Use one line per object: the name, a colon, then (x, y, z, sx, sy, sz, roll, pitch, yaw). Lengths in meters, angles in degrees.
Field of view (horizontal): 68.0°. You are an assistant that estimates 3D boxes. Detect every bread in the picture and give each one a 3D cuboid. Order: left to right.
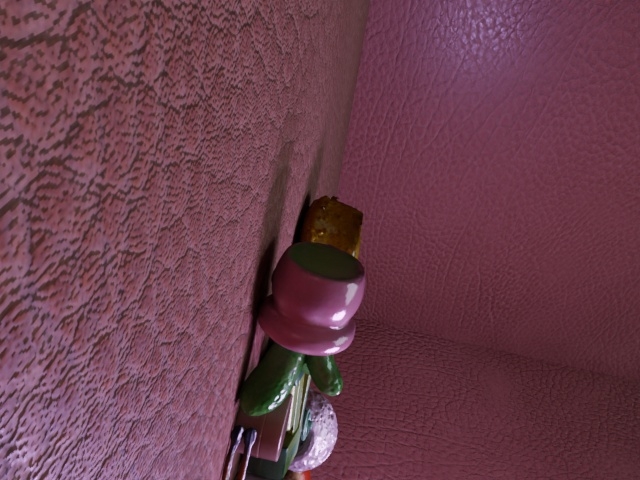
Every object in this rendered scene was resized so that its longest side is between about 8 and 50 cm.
bread: (0.022, 0.044, 1.498, 0.337, 0.204, 0.358, 92, 11, -45)

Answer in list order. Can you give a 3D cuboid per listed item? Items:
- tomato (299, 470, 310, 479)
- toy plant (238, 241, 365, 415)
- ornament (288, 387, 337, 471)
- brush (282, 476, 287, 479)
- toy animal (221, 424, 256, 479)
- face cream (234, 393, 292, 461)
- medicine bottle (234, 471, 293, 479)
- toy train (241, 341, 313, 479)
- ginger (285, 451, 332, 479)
tomato: (-0.133, 0.854, 1.721, 0.260, 0.180, 0.260, -167, -90, -69)
toy plant: (-0.018, 0.186, 1.029, 0.317, 0.210, 0.356, -20, 124, -57)
ornament: (-0.067, 0.609, 1.542, 0.225, 0.259, 0.259, 31, 71, -76)
brush: (-0.089, 0.701, 1.363, 0.017, 0.314, 0.090, -41, 155, -28)
toy animal: (-0.190, 0.566, 0.897, 0.302, 0.225, 0.284, -66, -160, 12)
face cream: (-0.130, 0.414, 1.082, 0.149, 0.104, 0.149, 12, 90, -86)
medicine bottle: (-0.056, 0.728, 1.196, 0.211, 0.371, 0.211, 12, 90, -85)
toy train: (-0.100, 0.434, 1.303, 0.253, 0.160, 0.397, -25, 126, -75)
ginger: (-0.105, 0.784, 1.570, 0.333, 0.081, 0.148, -39, -161, -27)
